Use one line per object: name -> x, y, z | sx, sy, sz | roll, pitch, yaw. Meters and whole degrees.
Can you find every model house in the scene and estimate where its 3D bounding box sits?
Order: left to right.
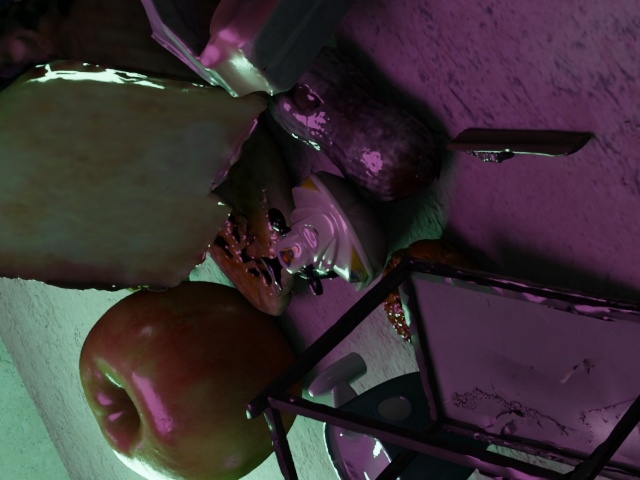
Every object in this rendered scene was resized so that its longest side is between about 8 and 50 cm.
model house -> -0.297, -0.216, 1.607 | 0.445, 0.395, 0.400 | 127, 143, -49

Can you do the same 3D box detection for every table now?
table -> 0.158, 0.199, 1.248 | 0.335, 0.272, 0.222 | 10, 126, 38

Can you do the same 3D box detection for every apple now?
apple -> -0.185, 0.209, 2.005 | 0.319, 0.277, 0.319 | 29, 132, 39

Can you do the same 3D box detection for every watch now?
watch -> -0.092, -0.301, 1.348 | 0.241, 0.253, 0.162 | 34, 176, 18

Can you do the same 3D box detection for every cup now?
cup -> 0.117, 0.227, 1.566 | 0.300, 0.173, 0.167 | 42, 149, 36

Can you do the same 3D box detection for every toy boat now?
toy boat -> 0.006, -0.003, 1.518 | 0.141, 0.141, 0.269 | 59, -170, 6

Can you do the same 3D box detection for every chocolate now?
chocolate -> 0.032, -0.129, 1.453 | 0.248, 0.110, 0.110 | 46, 151, 29

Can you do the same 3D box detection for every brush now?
brush -> 0.189, -0.087, 1.282 | 0.190, 0.034, 0.027 | 8, 132, 59

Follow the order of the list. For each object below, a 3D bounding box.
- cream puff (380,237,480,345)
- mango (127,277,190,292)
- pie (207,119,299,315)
cream puff -> 0.122, 0.065, 1.475 | 0.144, 0.103, 0.126 | 49, 154, 37
mango -> -0.301, 0.026, 2.240 | 0.237, 0.091, 0.137 | 11, 130, 51
pie -> -0.121, -0.042, 1.849 | 0.339, 0.077, 0.339 | 44, 150, 34
